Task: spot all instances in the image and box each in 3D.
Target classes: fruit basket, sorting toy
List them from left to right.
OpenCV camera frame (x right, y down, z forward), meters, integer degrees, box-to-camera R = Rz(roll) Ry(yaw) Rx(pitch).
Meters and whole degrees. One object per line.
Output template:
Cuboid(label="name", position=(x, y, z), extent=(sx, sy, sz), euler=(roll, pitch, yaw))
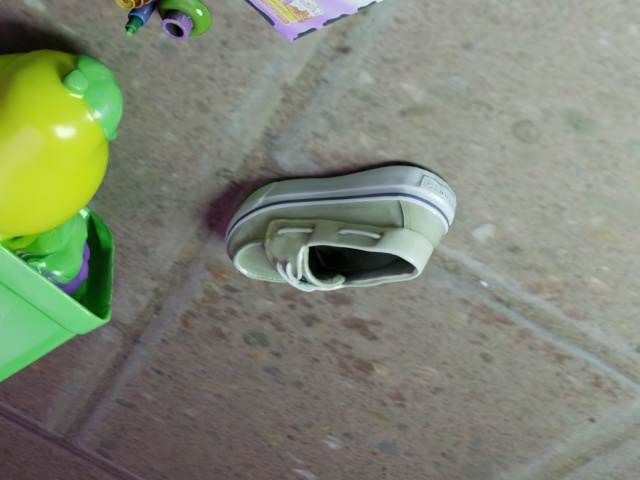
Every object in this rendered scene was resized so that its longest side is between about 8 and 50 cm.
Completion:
Cuboid(label="fruit basket", position=(-0.336, -0.074, 1.591), extent=(0.392, 0.283, 0.392), euler=(-3, 115, -6))
Cuboid(label="sorting toy", position=(-0.146, -0.200, 1.383), extent=(0.102, 0.042, 0.061), euler=(39, 148, -23))

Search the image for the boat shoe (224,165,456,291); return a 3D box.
Cuboid(label="boat shoe", position=(0.000, 0.000, 1.536), extent=(0.109, 0.094, 0.302), euler=(41, 147, -25))

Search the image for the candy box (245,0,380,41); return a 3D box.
Cuboid(label="candy box", position=(-0.008, -0.247, 1.173), extent=(0.165, 0.070, 0.196), euler=(41, 148, -25))
